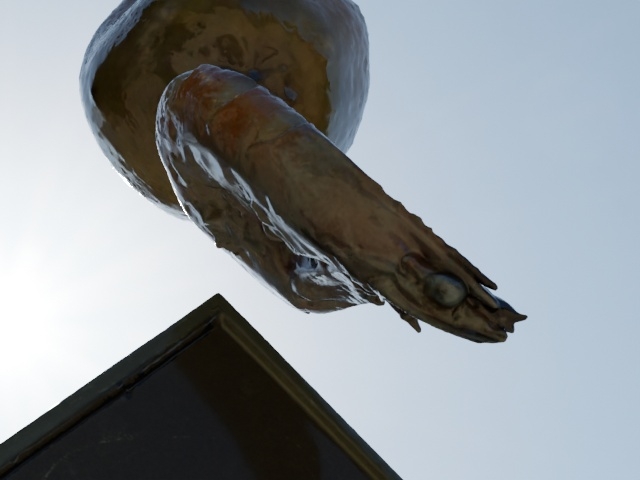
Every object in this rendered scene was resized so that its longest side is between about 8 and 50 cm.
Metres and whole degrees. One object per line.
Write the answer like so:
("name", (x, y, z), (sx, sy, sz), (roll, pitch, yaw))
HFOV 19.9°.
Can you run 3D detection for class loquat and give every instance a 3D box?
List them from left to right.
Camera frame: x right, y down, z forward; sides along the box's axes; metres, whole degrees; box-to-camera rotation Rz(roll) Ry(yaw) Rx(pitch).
("loquat", (-0.079, -0.144, 1.683), (0.276, 0.276, 0.284), (10, 9, -9))

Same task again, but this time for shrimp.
("shrimp", (0.000, 0.000, 1.172), (0.317, 0.062, 0.164), (34, -33, 32))

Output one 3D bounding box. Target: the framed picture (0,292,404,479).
("framed picture", (-0.077, 0.187, 1.020), (0.247, 0.335, 0.022), (45, -47, 9))
